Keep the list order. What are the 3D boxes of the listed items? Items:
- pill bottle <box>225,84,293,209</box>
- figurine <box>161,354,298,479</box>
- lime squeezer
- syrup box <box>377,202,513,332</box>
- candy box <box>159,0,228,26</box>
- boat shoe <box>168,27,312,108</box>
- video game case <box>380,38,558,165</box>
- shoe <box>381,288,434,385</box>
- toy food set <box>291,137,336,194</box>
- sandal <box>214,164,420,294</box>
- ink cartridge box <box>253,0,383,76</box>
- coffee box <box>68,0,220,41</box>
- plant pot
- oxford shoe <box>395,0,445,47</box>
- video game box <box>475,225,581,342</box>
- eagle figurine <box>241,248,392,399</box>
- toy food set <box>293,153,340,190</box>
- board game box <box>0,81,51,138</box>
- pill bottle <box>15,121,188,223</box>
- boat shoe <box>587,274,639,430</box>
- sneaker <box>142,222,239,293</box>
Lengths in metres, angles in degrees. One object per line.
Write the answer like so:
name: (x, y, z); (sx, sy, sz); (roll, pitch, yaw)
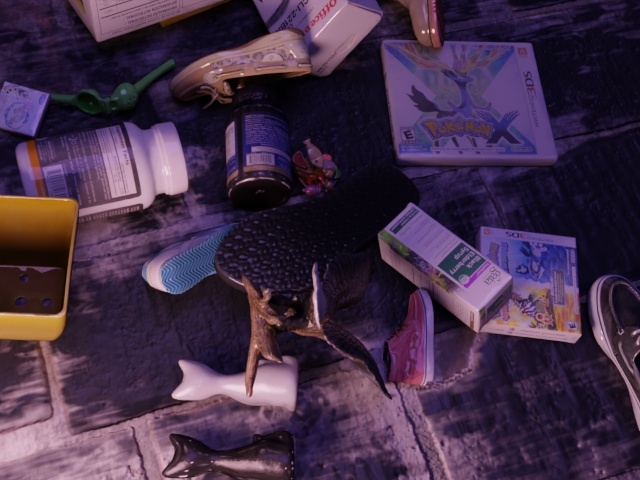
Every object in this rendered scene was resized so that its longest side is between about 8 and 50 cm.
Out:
pill bottle: (-0.117, -0.177, 1.798); (0.123, 0.123, 0.219); (0, 62, -8)
figurine: (-0.144, 0.291, 1.564); (0.210, 0.092, 0.214); (3, 60, -2)
lime squeezer: (-0.423, -0.292, 1.857); (0.310, 0.059, 0.110); (-14, 65, -14)
syrup box: (0.221, 0.047, 1.709); (0.237, 0.096, 0.093); (38, 72, 26)
candy box: (-0.268, -0.527, 2.024); (0.206, 0.027, 0.105); (-28, 65, -21)
boat shoe: (-0.157, -0.321, 1.851); (0.285, 0.104, 0.089); (-20, 86, 13)
video game case: (0.300, -0.285, 1.965); (0.329, 0.036, 0.299); (-1, 61, -8)
shoe: (0.151, 0.166, 1.680); (0.081, 0.063, 0.178); (5, 65, -11)
toy food set: (-0.011, -0.125, 1.809); (0.078, 0.019, 0.122); (-40, 100, -16)
sandal: (0.003, 0.001, 1.742); (0.446, 0.107, 0.167); (-25, 66, -33)
ink cartridge box: (-0.022, -0.498, 1.933); (0.114, 0.197, 0.272); (2, 55, -48)
coffee box: (-0.372, -0.656, 1.884); (0.338, 0.334, 0.337); (-25, 58, -20)
plant pot: (-0.507, 0.063, 1.575); (0.212, 0.187, 0.212); (3, 61, -7)
oxford shoe: (0.170, -0.553, 2.055); (0.147, 0.140, 0.397); (-17, 56, 7)
video game box: (0.381, 0.079, 1.772); (0.187, 0.048, 0.205); (5, 61, -2)
eagle figurine: (0.012, 0.128, 1.558); (0.298, 0.226, 0.225); (9, 21, -33)
toy food set: (-0.005, -0.134, 1.848); (0.083, 0.020, 0.083); (-30, 69, -22)
board game box: (-0.569, -0.247, 1.818); (0.090, 0.020, 0.090); (16, 78, 3)
pill bottle: (-0.387, -0.122, 1.709); (0.279, 0.162, 0.162); (-14, 64, -15)
boat shoe: (0.582, 0.197, 1.692); (0.121, 0.119, 0.335); (-12, 64, -14)
sneaker: (-0.207, 0.023, 1.694); (0.229, 0.092, 0.087); (-22, 109, -37)
